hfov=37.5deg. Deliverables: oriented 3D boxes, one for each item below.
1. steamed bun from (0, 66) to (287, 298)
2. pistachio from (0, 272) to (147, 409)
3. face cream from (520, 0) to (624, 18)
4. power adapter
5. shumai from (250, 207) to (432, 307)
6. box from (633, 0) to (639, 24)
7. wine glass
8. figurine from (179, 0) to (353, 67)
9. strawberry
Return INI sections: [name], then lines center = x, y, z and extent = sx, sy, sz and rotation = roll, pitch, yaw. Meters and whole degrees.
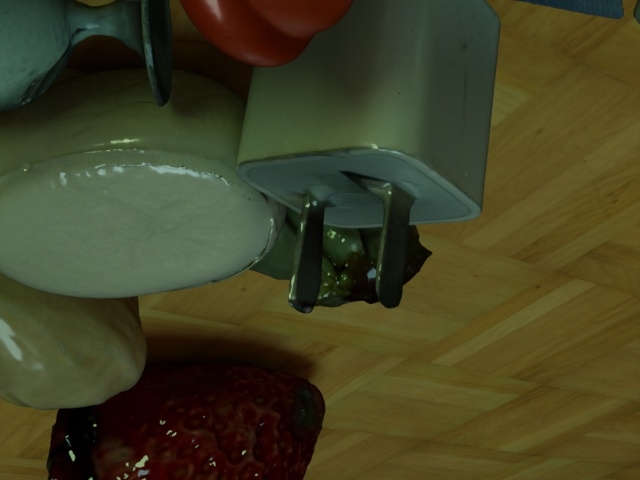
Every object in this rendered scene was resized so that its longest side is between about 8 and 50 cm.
[steamed bun]
center = -0.137, -0.047, 0.662
extent = 0.228, 0.131, 0.177
rotation = -10, 145, 10
[pistachio]
center = -0.245, 0.062, 0.823
extent = 0.157, 0.157, 0.229
rotation = -18, 143, 18
[face cream]
center = 0.051, -0.229, 0.431
extent = 0.135, 0.086, 0.385
rotation = 19, 164, 31
[power adapter]
center = 0.027, -0.055, 0.578
extent = 0.130, 0.205, 0.125
rotation = -2, 161, 36
[shumai]
center = -0.006, 0.002, 0.766
extent = 0.184, 0.142, 0.184
rotation = -8, 148, -5
[box]
center = 0.240, -0.191, 0.564
extent = 0.089, 0.062, 0.122
rotation = -4, 151, -6
[wine glass]
center = -0.206, -0.124, 0.545
extent = 0.231, 0.103, 0.103
rotation = -3, 150, -1
[figurine]
center = -0.115, -0.172, 0.403
extent = 0.257, 0.208, 0.181
rotation = -6, -174, 0
[strawberry]
center = -0.147, 0.276, 1.081
extent = 0.310, 0.292, 0.292
rotation = 5, 149, -7
